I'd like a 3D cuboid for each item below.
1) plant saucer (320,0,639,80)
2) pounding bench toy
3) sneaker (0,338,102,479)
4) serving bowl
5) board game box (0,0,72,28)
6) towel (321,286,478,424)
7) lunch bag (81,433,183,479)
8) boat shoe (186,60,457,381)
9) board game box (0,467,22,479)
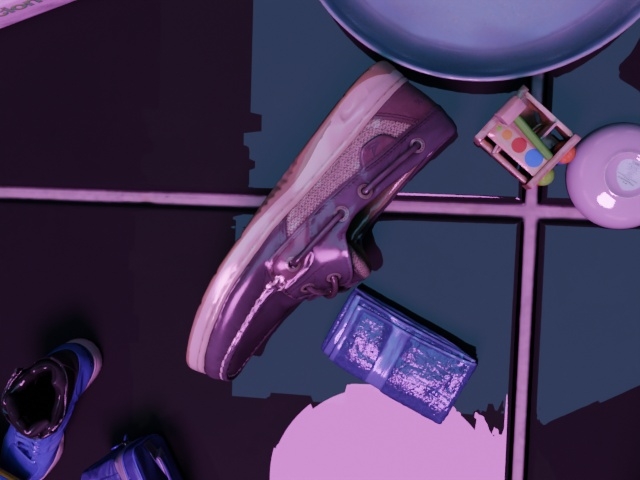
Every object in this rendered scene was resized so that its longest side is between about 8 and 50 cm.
[{"bbox_3d":[0.128,-0.279,0.593,0.317,0.043,0.318,1,93,11],"label":"plant saucer"},{"bbox_3d":[0.156,-0.074,0.580,0.065,0.083,0.052,44,99,5],"label":"pounding bench toy"},{"bbox_3d":[-0.248,0.157,0.666,0.058,0.084,0.152,34,99,6],"label":"sneaker"},{"bbox_3d":[0.233,-0.050,0.596,0.083,0.027,0.084,1,93,9],"label":"serving bowl"},{"bbox_3d":[-0.216,-0.305,0.646,0.305,0.053,0.193,-17,91,11],"label":"board game box"},{"bbox_3d":[0.064,0.095,0.635,0.119,0.029,0.067,30,99,7],"label":"towel"},{"bbox_3d":[-0.150,0.212,0.661,0.065,0.067,0.099,-25,88,10],"label":"lunch bag"},{"bbox_3d":[0.000,0.000,0.605,0.092,0.103,0.285,35,93,11],"label":"boat shoe"},{"bbox_3d":[-0.361,0.236,0.667,0.141,0.048,0.170,38,114,-17],"label":"board game box"}]
